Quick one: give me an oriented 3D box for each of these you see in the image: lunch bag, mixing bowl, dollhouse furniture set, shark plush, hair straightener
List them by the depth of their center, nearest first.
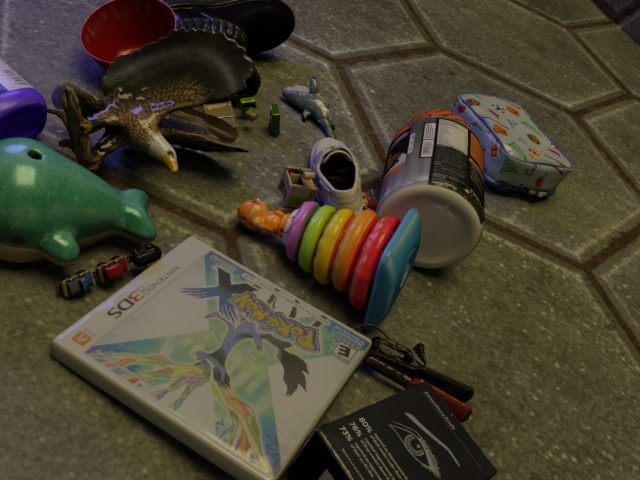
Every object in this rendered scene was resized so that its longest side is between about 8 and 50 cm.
[{"bbox_3d":[0.129,0.193,1.107,0.231,0.047,0.089,24,38,3],"label":"hair straightener"},{"bbox_3d":[-0.356,-0.371,1.385,0.182,0.098,0.181,-1,59,2],"label":"mixing bowl"},{"bbox_3d":[-0.158,-0.235,1.433,0.152,0.058,0.076,-10,56,-13],"label":"dollhouse furniture set"},{"bbox_3d":[-0.018,-0.272,1.560,0.067,0.073,0.161,-26,82,-24],"label":"shark plush"},{"bbox_3d":[0.447,-0.225,1.711,0.243,0.115,0.303,5,42,-29],"label":"lunch bag"}]

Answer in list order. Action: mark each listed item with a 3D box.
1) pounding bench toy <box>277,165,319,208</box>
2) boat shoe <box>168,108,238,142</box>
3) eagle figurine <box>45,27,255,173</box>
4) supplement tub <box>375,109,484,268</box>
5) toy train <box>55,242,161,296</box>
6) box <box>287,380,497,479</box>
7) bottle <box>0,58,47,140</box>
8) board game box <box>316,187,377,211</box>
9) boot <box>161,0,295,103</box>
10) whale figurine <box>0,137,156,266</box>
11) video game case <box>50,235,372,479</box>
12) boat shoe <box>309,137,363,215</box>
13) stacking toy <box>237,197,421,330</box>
[{"bbox_3d":[-0.036,-0.109,1.311,0.052,0.083,0.065,6,44,-25],"label":"pounding bench toy"},{"bbox_3d":[-0.219,-0.210,1.349,0.136,0.045,0.050,24,30,2],"label":"boat shoe"},{"bbox_3d":[-0.269,-0.199,1.182,0.298,0.226,0.225,-30,101,-30],"label":"eagle figurine"},{"bbox_3d":[0.214,-0.111,1.374,0.194,0.193,0.316,24,37,-5],"label":"supplement tub"},{"bbox_3d":[-0.293,0.042,1.012,0.158,0.027,0.036,-25,31,-35],"label":"toy train"},{"bbox_3d":[0.092,0.292,0.911,0.207,0.108,0.153,-11,52,-39],"label":"box"},{"bbox_3d":[-0.570,-0.264,1.164,0.283,0.092,0.118,39,43,15],"label":"bottle"},{"bbox_3d":[0.066,-0.059,1.357,0.133,0.033,0.168,7,42,-24],"label":"board game box"},{"bbox_3d":[-0.168,-0.406,1.529,0.348,0.131,0.260,-14,46,-27],"label":"boot"},{"bbox_3d":[-0.362,-0.062,1.018,0.272,0.141,0.216,5,43,-29],"label":"whale figurine"},{"bbox_3d":[-0.132,0.145,0.978,0.329,0.036,0.300,30,38,12],"label":"video game case"},{"bbox_3d":[0.028,-0.134,1.348,0.096,0.088,0.267,-2,38,-1],"label":"boat shoe"},{"bbox_3d":[0.000,0.000,1.182,0.302,0.175,0.165,21,42,14],"label":"stacking toy"}]
